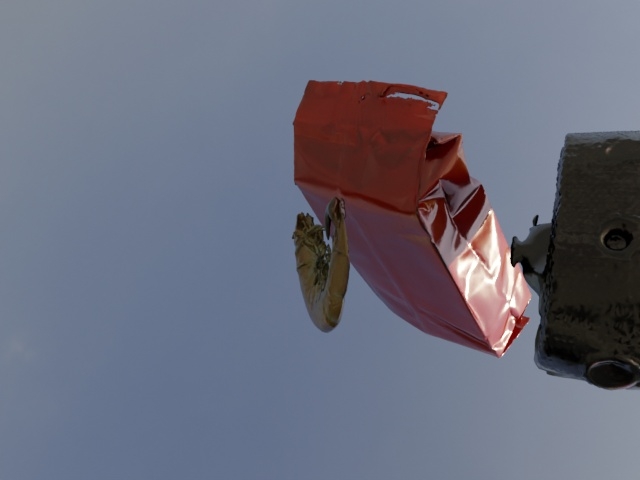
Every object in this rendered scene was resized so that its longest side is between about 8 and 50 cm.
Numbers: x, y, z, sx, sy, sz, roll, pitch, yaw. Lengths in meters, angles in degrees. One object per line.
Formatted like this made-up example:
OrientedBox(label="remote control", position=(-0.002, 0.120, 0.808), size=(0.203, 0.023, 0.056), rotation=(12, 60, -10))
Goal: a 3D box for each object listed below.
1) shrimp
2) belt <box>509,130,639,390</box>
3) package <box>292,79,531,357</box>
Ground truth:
OrientedBox(label="shrimp", position=(-0.002, 0.000, 0.567), size=(0.034, 0.124, 0.178), rotation=(3, -140, -12))
OrientedBox(label="belt", position=(0.267, 0.014, 0.560), size=(0.164, 0.184, 0.289), rotation=(6, -138, 23))
OrientedBox(label="package", position=(0.121, -0.007, 0.735), size=(0.196, 0.423, 0.123), rotation=(16, -118, 41))
